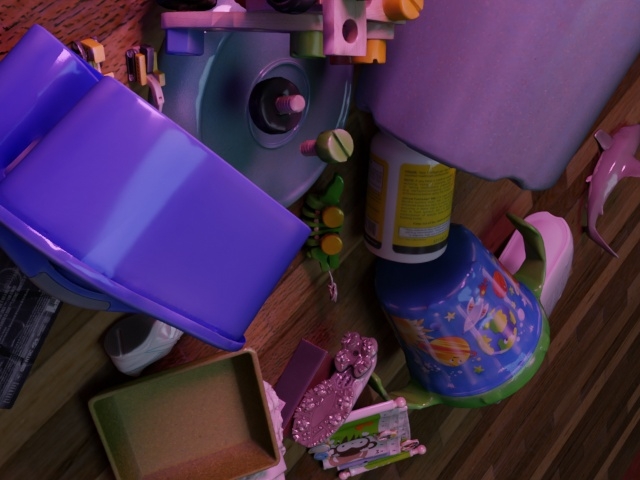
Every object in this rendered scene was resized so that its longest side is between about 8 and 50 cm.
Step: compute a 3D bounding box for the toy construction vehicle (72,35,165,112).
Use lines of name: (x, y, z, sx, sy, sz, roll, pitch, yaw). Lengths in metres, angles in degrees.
toy construction vehicle: (-0.188, -0.148, 0.879, 0.086, 0.035, 0.098, -28, 129, -42)

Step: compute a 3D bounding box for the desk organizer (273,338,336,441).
desk organizer: (-0.030, 0.209, 1.278, 0.130, 0.047, 0.050, -60, 147, -10)

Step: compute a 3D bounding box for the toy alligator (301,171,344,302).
toy alligator: (0.000, 0.000, 1.200, 0.051, 0.056, 0.189, -1, 118, -7)

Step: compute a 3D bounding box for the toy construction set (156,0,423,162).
toy construction set: (0.020, -0.262, 0.860, 0.257, 0.237, 0.308, 26, 76, -36)

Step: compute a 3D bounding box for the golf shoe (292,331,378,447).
golf shoe: (0.029, 0.215, 1.266, 0.176, 0.069, 0.086, -54, 154, -17)

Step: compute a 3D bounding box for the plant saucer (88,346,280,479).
plant saucer: (-0.154, 0.209, 1.059, 0.188, 0.045, 0.188, -17, 124, -11)

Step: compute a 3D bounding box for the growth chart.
growth chart: (0.068, 0.305, 1.407, 0.172, 0.021, 0.237, -21, 145, 0)

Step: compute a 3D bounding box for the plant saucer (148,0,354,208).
plant saucer: (-0.058, -0.157, 1.039, 0.318, 0.044, 0.317, -29, 131, -40)

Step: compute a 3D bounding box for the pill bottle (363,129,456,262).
pill bottle: (0.123, -0.085, 1.247, 0.119, 0.119, 0.208, -25, 129, -43)

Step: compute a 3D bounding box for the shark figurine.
shark figurine: (0.603, -0.114, 1.869, 0.166, 0.116, 0.278, 16, 94, -53)

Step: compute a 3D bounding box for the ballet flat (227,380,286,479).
ballet flat: (-0.114, 0.381, 1.186, 0.147, 0.147, 0.409, 19, 95, -55)

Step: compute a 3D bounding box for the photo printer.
photo printer: (0.344, 0.111, 1.619, 0.307, 0.107, 0.256, -56, 158, -19)

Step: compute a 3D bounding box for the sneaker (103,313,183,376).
sneaker: (-0.173, 0.090, 1.027, 0.152, 0.054, 0.061, -39, 146, -25)

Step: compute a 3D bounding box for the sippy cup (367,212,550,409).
sippy cup: (0.196, 0.097, 1.378, 0.224, 0.240, 0.305, 51, 46, -40)

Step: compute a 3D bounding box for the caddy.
caddy: (-0.170, -0.022, 0.788, 0.179, 0.241, 0.341, -54, 144, -1)

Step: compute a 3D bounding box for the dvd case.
dvd case: (-0.330, 0.062, 0.826, 0.221, 0.018, 0.164, 29, 87, -56)

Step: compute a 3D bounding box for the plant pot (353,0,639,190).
plant pot: (0.211, -0.255, 0.995, 0.341, 0.341, 0.334, -5, 125, -52)
